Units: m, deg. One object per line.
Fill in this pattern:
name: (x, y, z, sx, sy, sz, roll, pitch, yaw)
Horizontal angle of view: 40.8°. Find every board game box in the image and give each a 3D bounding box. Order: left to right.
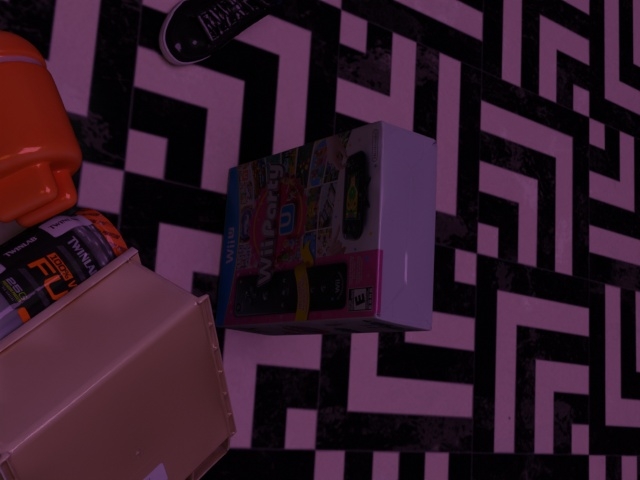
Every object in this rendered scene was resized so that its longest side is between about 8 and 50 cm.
board game box: (0.000, 0.000, 1.061, 0.097, 0.303, 0.224, 13, 75, -38)

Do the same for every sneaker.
sneaker: (-0.112, -0.313, 1.132, 0.217, 0.121, 0.079, -46, 112, -34)

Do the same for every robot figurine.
robot figurine: (-0.332, -0.125, 0.907, 0.158, 0.128, 0.219, -15, 78, -43)

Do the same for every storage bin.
storage bin: (-0.230, 0.196, 0.905, 0.262, 0.123, 0.260, -40, 140, -36)

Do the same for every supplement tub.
supplement tub: (-0.305, 0.049, 0.924, 0.190, 0.117, 0.117, -40, 109, -36)
